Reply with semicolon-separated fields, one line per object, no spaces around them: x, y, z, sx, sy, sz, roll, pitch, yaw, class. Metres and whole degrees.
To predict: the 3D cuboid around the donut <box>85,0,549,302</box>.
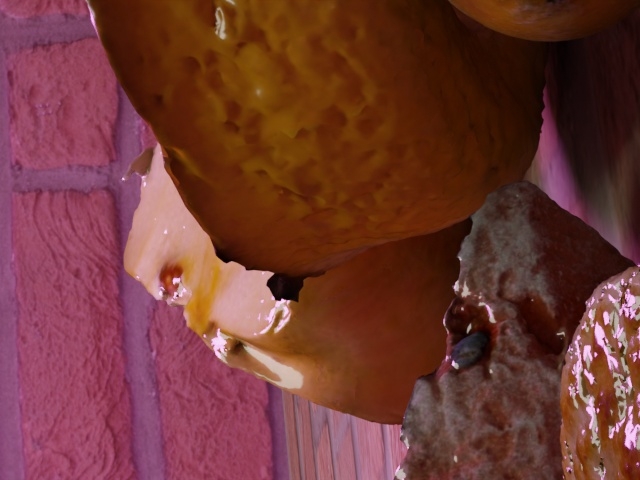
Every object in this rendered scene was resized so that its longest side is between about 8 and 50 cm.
0.024;-0.184;1.086;0.435;0.163;0.378;-72;-35;-51;donut

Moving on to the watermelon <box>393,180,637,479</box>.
0.109;0.087;0.965;0.094;0.154;0.241;47;-140;-53;watermelon

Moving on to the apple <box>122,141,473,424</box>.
0.000;0.000;1.411;0.309;0.252;0.314;23;141;58;apple

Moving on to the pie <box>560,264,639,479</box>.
0.158;0.101;0.810;0.163;0.079;0.193;-109;18;-46;pie

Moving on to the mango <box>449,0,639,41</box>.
0.099;-0.193;0.890;0.316;0.146;0.193;-84;-8;-73;mango
